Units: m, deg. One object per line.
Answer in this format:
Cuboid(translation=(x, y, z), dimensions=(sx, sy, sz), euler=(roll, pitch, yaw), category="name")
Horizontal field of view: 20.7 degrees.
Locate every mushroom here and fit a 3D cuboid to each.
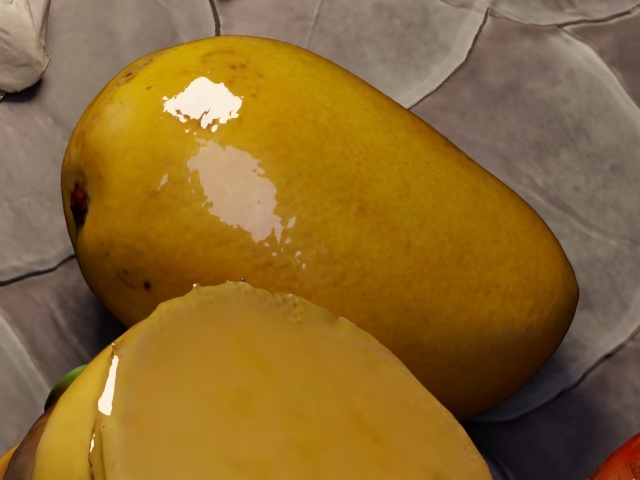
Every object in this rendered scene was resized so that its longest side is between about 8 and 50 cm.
Cuboid(translation=(-0.322, -0.302, 1.630), dimensions=(0.097, 0.109, 0.351), euler=(-22, 71, 12), category="mushroom")

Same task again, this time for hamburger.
Cuboid(translation=(-0.069, 0.245, 1.252), dimensions=(0.395, 0.277, 0.396), euler=(27, 38, -23), category="hamburger")

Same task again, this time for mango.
Cuboid(translation=(0.000, 0.000, 1.456), dimensions=(0.445, 0.232, 0.300), euler=(23, 56, -7), category="mango")

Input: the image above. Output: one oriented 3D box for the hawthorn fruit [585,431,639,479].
Cuboid(translation=(0.323, 0.280, 1.324), dimensions=(0.316, 0.316, 0.316), euler=(4, 62, -7), category="hawthorn fruit")
